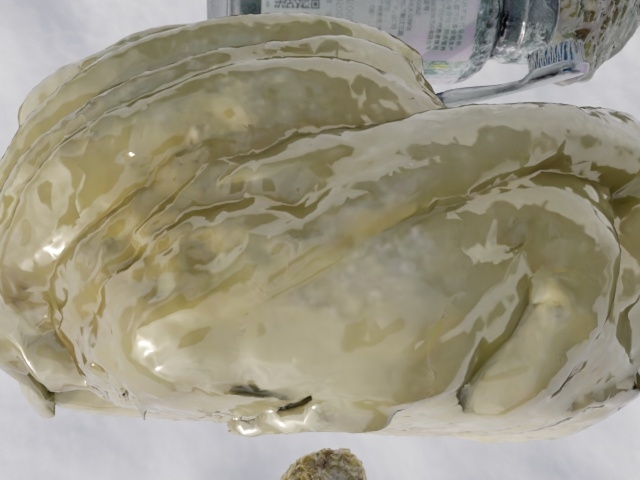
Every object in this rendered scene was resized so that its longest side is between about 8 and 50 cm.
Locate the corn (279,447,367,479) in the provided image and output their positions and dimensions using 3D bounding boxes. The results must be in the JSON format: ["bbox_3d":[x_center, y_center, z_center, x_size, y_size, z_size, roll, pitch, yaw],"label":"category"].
[{"bbox_3d":[-0.039,0.315,1.100,0.106,0.106,0.293,31,127,-1],"label":"corn"}]

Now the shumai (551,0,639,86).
[{"bbox_3d":[0.252,-0.309,1.269,0.218,0.256,0.189,24,67,33],"label":"shumai"}]

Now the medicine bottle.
[{"bbox_3d":[0.055,-0.206,0.957,0.293,0.141,0.141,-2,94,-14],"label":"medicine bottle"}]

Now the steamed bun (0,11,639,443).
[{"bbox_3d":[-0.006,-0.001,0.616,0.372,0.325,0.230,-6,74,38],"label":"steamed bun"}]

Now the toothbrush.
[{"bbox_3d":[0.081,-0.104,0.838,0.024,0.288,0.026,5,79,-39],"label":"toothbrush"}]
